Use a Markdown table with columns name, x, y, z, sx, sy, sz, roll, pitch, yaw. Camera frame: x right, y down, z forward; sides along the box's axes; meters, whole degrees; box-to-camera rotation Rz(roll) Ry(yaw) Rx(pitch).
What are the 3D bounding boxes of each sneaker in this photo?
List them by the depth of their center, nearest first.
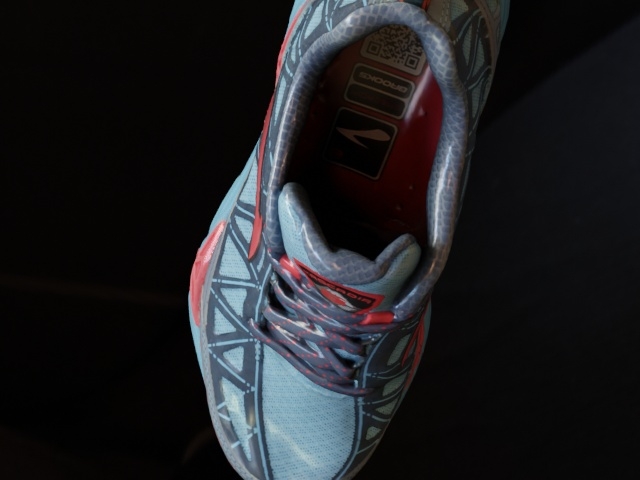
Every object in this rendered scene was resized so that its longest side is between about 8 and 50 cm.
| name | x | y | z | sx | sy | sz | roll | pitch | yaw |
| --- | --- | --- | --- | --- | --- | --- | --- | --- | --- |
| sneaker | 0.000 | 0.000 | 0.749 | 0.104 | 0.262 | 0.125 | 13 | 25 | 2 |
